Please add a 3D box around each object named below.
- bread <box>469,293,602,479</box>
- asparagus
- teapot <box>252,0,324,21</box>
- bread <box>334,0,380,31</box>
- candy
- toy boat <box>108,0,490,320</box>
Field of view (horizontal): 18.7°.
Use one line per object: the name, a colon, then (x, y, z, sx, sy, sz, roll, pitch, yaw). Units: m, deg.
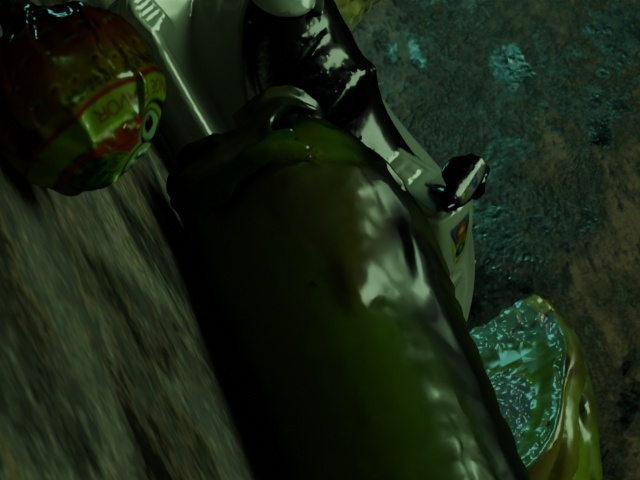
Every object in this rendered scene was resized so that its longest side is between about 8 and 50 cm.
bread: (0.127, 0.137, 1.350, 0.156, 0.158, 0.260, 58, 7, -32)
asparagus: (0.036, 0.103, 0.827, 0.128, 0.108, 0.382, 57, 9, -54)
teapot: (-0.086, -0.293, 0.957, 0.424, 0.252, 0.280, 62, -31, 29)
bread: (-0.035, -0.406, 1.676, 0.405, 0.346, 0.242, 57, 10, 17)
candy: (-0.116, -0.104, 0.644, 0.201, 0.060, 0.060, 58, 3, 11)
toy boat: (0.008, -0.048, 1.021, 0.269, 0.141, 0.141, 50, 6, -5)
